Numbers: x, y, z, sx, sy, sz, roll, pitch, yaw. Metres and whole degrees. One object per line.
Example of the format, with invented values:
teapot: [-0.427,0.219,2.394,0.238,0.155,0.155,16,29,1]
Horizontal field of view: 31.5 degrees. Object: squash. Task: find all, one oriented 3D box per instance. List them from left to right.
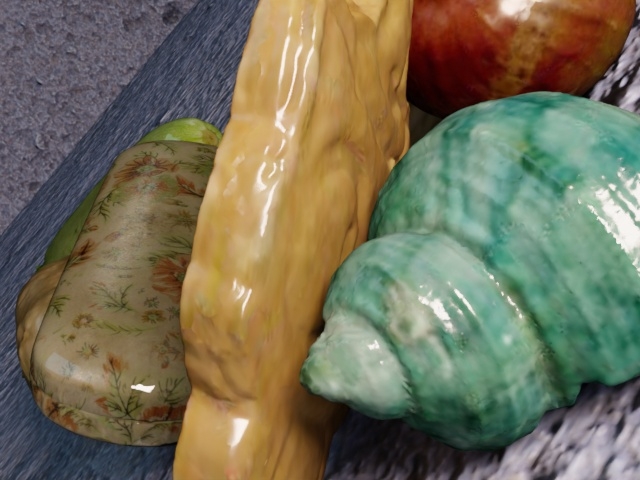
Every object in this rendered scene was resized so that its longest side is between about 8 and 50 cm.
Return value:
squash: [-0.232,-0.024,1.362,0.370,0.118,0.118,-37,22,38]

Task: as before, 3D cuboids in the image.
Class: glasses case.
glasses case: [-0.136,0.025,0.991,0.425,0.156,0.098,-86,7,-61]

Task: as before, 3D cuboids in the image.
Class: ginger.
ginger: [-0.227,0.087,1.100,0.267,0.138,0.152,172,98,-71]

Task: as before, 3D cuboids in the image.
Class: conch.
conch: [0.085,0.018,0.549,0.202,0.134,0.196,-49,18,-7]

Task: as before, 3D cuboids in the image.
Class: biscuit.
biscuit: [0.004,0.001,0.637,0.269,0.051,0.376,43,-121,-71]

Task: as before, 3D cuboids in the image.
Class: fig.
fig: [0.123,-0.171,0.783,0.205,0.205,0.205,-41,20,19]

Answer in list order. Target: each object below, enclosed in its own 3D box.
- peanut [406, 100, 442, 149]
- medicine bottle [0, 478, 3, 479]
peanut: [0.028,-0.119,0.922,0.325,0.153,0.140,-58,25,-8]
medicine bottle: [-0.395,0.304,1.030,0.250,0.137,0.141,-37,21,27]
